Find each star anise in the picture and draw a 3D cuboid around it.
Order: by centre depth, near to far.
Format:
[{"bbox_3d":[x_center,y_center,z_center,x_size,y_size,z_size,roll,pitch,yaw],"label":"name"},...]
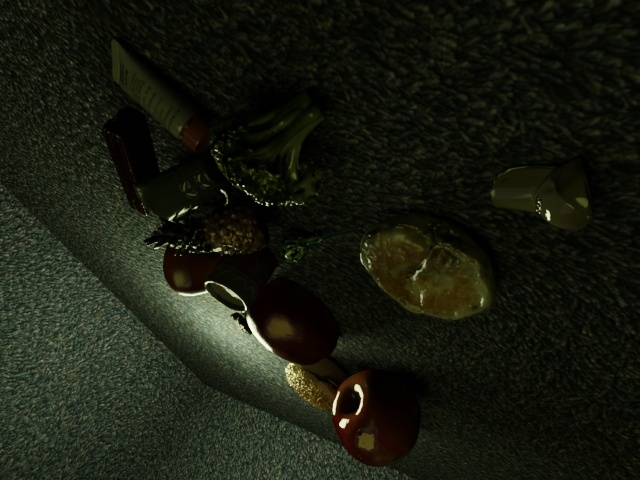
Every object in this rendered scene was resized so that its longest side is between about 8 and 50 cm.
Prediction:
[{"bbox_3d":[-0.332,0.372,2.068,0.190,0.070,0.097,30,152,45],"label":"star anise"}]

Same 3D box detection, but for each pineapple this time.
[{"bbox_3d":[-0.324,-0.019,1.326,0.340,0.169,0.169,-11,138,3],"label":"pineapple"}]

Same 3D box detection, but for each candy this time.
[{"bbox_3d":[0.000,0.000,1.280,0.305,0.083,0.091,-14,124,40],"label":"candy"}]

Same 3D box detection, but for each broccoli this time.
[{"bbox_3d":[-0.093,-0.197,0.953,0.243,0.247,0.263,-39,74,20],"label":"broccoli"}]

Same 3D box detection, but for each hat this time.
[{"bbox_3d":[0.387,-0.061,0.818,0.175,0.085,0.147,3,139,38],"label":"hat"}]

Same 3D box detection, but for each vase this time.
[{"bbox_3d":[-0.358,-0.156,1.324,0.251,0.156,0.301,21,153,-38],"label":"vase"}]

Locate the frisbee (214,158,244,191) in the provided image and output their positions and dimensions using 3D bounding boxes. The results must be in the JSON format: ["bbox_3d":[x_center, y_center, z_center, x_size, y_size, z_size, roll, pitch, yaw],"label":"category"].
[{"bbox_3d":[-0.161,-0.200,1.147,0.236,0.017,0.236,13,136,13],"label":"frisbee"}]

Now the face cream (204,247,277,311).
[{"bbox_3d":[-0.263,0.113,1.537,0.175,0.195,0.175,22,146,16],"label":"face cream"}]

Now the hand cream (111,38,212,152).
[{"bbox_3d":[-0.401,-0.343,1.146,0.314,0.089,0.140,40,147,-4],"label":"hand cream"}]

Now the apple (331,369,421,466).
[{"bbox_3d":[0.203,0.653,1.727,0.277,0.348,0.348,33,152,-28],"label":"apple"}]

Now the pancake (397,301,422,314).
[{"bbox_3d":[0.264,0.155,1.280,0.151,0.025,0.151,24,142,20],"label":"pancake"}]

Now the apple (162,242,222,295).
[{"bbox_3d":[-0.451,0.078,1.657,0.230,0.230,0.230,23,147,16],"label":"apple"}]

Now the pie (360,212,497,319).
[{"bbox_3d":[0.251,0.068,1.109,0.339,0.077,0.339,21,141,18],"label":"pie"}]

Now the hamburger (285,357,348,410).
[{"bbox_3d":[-0.020,0.620,2.036,0.302,0.170,0.302,24,147,17],"label":"hamburger"}]

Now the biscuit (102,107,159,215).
[{"bbox_3d":[-0.564,-0.230,1.424,0.073,0.107,0.388,27,148,10],"label":"biscuit"}]

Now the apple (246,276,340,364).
[{"bbox_3d":[-0.105,0.302,1.732,0.365,0.295,0.329,46,-176,-18],"label":"apple"}]
